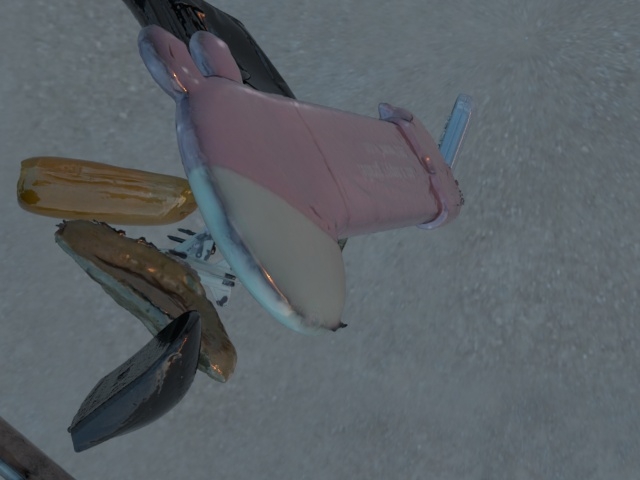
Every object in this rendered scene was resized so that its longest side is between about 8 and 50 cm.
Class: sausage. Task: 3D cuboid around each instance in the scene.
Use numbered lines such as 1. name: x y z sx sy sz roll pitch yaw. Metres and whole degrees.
1. sausage: -0.391 -0.087 1.921 0.353 0.116 0.134 7 147 -10

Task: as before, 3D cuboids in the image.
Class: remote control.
1. remote control: 0.219 -0.139 1.774 0.047 0.087 0.244 20 92 0

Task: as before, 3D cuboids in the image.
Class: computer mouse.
1. computer mouse: -0.238 0.204 1.361 0.264 0.147 0.088 -35 104 22

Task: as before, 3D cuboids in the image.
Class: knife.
1. knife: 0.016 -0.032 0.525 0.038 0.398 0.132 -27 86 19

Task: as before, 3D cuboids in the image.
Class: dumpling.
1. dumpling: -0.251 0.086 1.509 0.332 0.166 0.086 44 112 1

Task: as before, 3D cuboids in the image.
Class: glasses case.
1. glasses case: -0.562 0.453 1.981 0.299 0.114 0.060 38 107 5

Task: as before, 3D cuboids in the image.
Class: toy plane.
1. toy plane: -0.238 0.041 1.702 0.234 0.082 0.160 17 85 6

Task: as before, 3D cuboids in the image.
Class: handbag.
1. handbag: -0.131 -0.223 1.337 0.088 0.244 0.275 -40 61 17

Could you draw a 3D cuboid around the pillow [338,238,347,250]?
1. pillow: 0.000 0.000 1.663 0.113 0.038 0.203 51 136 32
